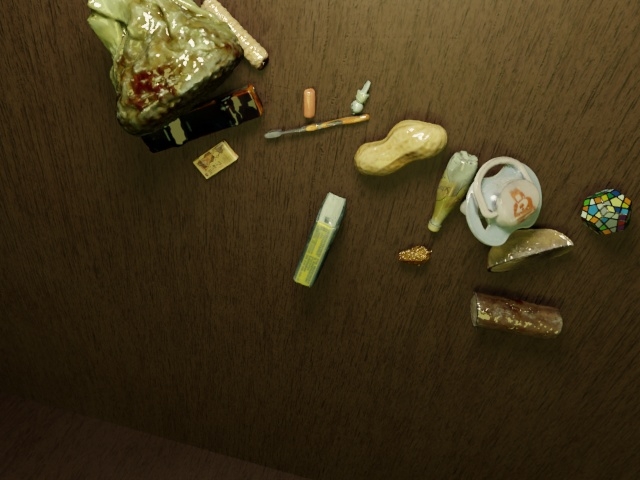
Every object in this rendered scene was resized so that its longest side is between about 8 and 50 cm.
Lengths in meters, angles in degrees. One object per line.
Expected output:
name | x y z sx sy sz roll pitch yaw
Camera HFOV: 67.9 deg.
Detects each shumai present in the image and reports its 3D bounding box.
shumai | -0.418 -0.486 1.186 0.395 0.395 0.348 -23 114 27

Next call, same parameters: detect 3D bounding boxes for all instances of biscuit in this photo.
biscuit | -0.225 -0.554 1.276 0.219 0.055 0.061 42 148 -16

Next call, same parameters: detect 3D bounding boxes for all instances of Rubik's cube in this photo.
Rubik's cube | 0.791 -0.078 1.314 0.112 0.133 0.133 7 131 -25

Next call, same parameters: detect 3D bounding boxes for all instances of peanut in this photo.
peanut | 0.216 -0.260 1.337 0.275 0.111 0.125 -20 113 26

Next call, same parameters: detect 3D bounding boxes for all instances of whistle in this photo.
whistle | 0.113 -0.394 1.317 0.035 0.035 0.100 26 125 -4

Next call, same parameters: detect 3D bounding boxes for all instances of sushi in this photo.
sushi | 0.311 0.049 1.562 0.118 0.061 0.060 -22 143 20

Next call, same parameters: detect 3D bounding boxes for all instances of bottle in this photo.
bottle | 0.379 -0.134 1.401 0.083 0.083 0.269 17 130 2

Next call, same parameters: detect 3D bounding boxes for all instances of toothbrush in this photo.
toothbrush | -0.015 -0.335 1.394 0.321 0.031 0.023 -5 124 18

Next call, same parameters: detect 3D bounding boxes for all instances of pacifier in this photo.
pacifier | 0.486 -0.114 1.344 0.227 0.279 0.207 66 158 -7

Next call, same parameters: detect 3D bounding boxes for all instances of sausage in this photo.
sausage | -0.032 -0.391 1.357 0.034 0.034 0.083 8 125 9

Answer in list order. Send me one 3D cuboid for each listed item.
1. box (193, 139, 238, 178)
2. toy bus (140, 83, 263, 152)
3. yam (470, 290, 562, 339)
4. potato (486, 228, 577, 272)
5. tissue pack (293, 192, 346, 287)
box | -0.342 -0.261 1.539 0.149 0.020 0.073 -26 115 29
toy bus | -0.359 -0.362 1.426 0.409 0.092 0.093 -12 123 22
yam | 0.641 0.255 1.586 0.280 0.131 0.131 10 126 6
potato | 0.624 0.023 1.463 0.261 0.100 0.120 -16 159 8
tissue pack | 0.000 0.000 1.531 0.081 0.185 0.257 22 127 0
